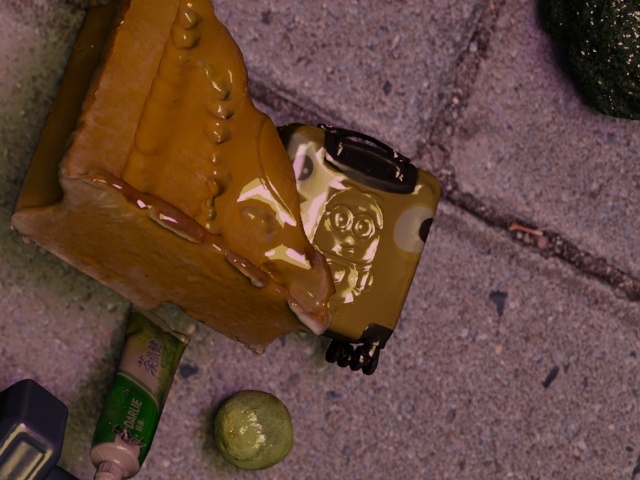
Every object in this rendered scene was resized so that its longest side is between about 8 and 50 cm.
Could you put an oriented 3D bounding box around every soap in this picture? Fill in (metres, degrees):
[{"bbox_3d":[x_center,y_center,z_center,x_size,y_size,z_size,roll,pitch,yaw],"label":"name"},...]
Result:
[{"bbox_3d":[-0.106,-0.098,1.674,0.304,0.169,0.338,32,51,-24],"label":"soap"}]

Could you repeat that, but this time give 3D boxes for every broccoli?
[{"bbox_3d":[0.377,-0.277,1.896,0.269,0.254,0.269,2,88,-59],"label":"broccoli"}]

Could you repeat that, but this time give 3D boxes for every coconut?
[{"bbox_3d":[-0.070,0.201,1.800,0.088,0.096,0.087,1,93,16],"label":"coconut"}]

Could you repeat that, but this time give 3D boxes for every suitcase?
[{"bbox_3d":[0.000,0.000,1.785,0.194,0.143,0.234,21,86,-21],"label":"suitcase"}]

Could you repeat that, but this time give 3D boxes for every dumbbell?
[{"bbox_3d":[-0.228,0.284,1.710,0.316,0.156,0.143,41,48,-19],"label":"dumbbell"}]

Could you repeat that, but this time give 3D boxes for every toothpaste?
[{"bbox_3d":[-0.185,0.157,1.700,0.078,0.047,0.248,36,35,-16],"label":"toothpaste"}]
